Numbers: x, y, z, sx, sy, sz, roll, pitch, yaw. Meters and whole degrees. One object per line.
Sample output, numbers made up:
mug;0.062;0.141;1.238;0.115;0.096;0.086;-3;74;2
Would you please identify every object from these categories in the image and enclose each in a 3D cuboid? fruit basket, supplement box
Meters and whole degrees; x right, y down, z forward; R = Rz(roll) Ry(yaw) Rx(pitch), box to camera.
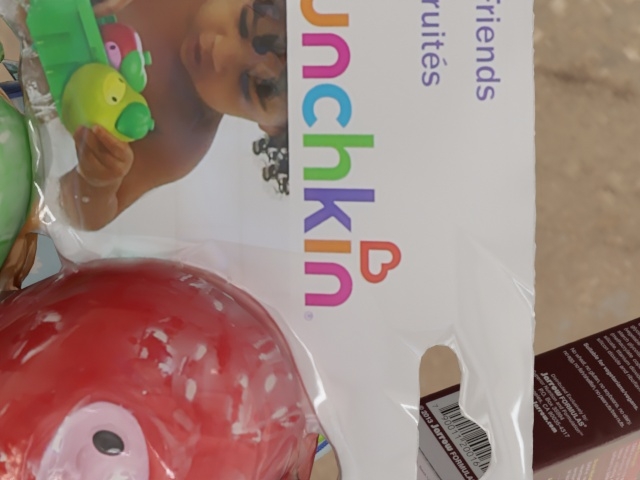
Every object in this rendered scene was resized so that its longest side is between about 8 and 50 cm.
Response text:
fruit basket;-0.112;0.052;0.582;0.353;0.165;0.327;3;97;22
supplement box;0.149;0.120;1.096;0.239;0.073;0.130;-17;142;-24

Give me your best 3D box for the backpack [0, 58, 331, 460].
backpack;-0.117;0.038;1.027;0.356;0.290;0.273;-9;162;-16
